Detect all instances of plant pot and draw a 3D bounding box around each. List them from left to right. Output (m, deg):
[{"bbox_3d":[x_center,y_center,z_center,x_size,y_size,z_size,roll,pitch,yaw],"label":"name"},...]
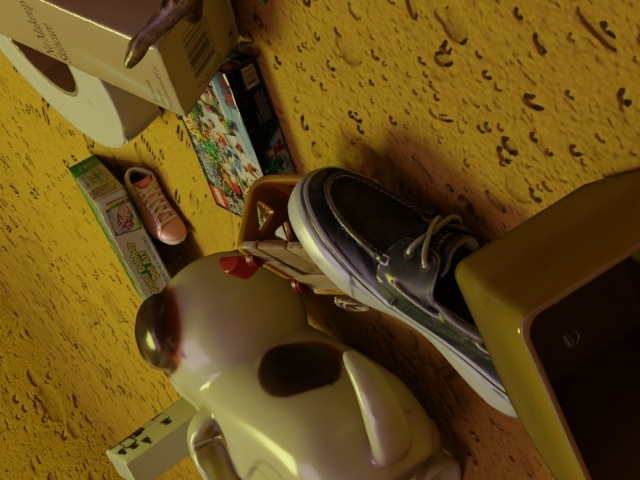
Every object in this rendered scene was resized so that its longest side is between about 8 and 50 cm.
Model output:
[{"bbox_3d":[0.221,0.064,0.878,0.212,0.212,0.187,64,167,-22],"label":"plant pot"}]

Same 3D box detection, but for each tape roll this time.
[{"bbox_3d":[-0.368,-0.292,1.567,0.392,0.072,0.392,41,162,16],"label":"tape roll"}]

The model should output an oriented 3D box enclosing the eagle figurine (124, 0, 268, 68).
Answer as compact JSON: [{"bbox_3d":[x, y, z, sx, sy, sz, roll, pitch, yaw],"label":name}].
[{"bbox_3d":[-0.148,-0.343,1.013,0.225,0.226,0.298,44,-158,-72],"label":"eagle figurine"}]

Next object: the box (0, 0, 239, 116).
[{"bbox_3d":[-0.256,-0.268,1.259,0.311,0.121,0.148,24,161,18],"label":"box"}]

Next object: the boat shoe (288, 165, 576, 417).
[{"bbox_3d":[0.118,0.027,1.138,0.335,0.121,0.119,38,146,8],"label":"boat shoe"}]

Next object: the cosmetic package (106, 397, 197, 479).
[{"bbox_3d":[-0.245,0.327,2.036,0.099,0.239,0.060,11,131,57],"label":"cosmetic package"}]

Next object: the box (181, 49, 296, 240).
[{"bbox_3d":[-0.104,-0.124,1.404,0.159,0.044,0.233,25,143,48],"label":"box"}]

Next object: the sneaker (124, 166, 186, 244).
[{"bbox_3d":[-0.252,-0.056,1.764,0.134,0.051,0.070,50,162,20],"label":"sneaker"}]

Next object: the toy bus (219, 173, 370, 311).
[{"bbox_3d":[-0.001,-0.004,1.299,0.190,0.104,0.202,14,164,-13],"label":"toy bus"}]

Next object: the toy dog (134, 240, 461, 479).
[{"bbox_3d":[-0.059,0.196,1.462,0.408,0.284,0.395,47,162,26],"label":"toy dog"}]

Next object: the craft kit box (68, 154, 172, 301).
[{"bbox_3d":[-0.304,0.002,1.871,0.247,0.061,0.250,68,167,-22],"label":"craft kit box"}]
